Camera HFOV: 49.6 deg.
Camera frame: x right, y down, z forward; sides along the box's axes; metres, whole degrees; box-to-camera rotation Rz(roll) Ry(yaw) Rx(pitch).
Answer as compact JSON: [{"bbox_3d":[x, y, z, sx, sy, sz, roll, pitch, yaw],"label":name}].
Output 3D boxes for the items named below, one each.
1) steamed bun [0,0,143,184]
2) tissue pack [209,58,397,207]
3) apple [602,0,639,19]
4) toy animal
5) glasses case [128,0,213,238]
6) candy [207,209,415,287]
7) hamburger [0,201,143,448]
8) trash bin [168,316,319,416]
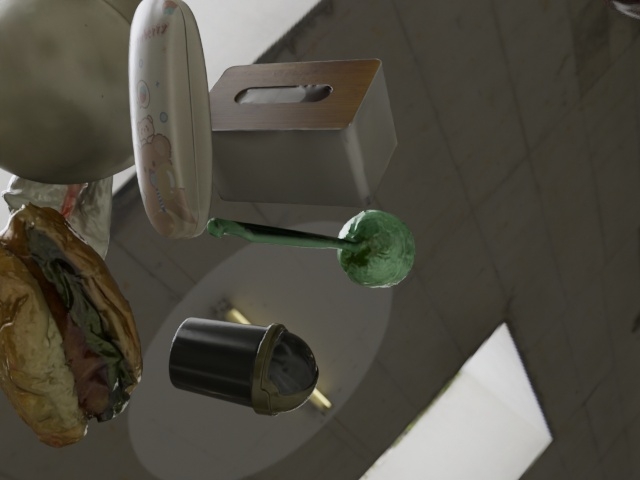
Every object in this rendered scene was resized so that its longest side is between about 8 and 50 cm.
[{"bbox_3d":[-0.387,-0.246,1.045,0.334,0.373,0.334,29,-126,-50],"label":"steamed bun"},{"bbox_3d":[-0.034,-0.149,0.969,0.136,0.246,0.159,69,-147,-42],"label":"tissue pack"},{"bbox_3d":[0.376,-0.319,0.747,0.156,0.158,0.147,55,-137,-39],"label":"apple"},{"bbox_3d":[-0.505,-0.037,1.328,0.188,0.307,0.266,-12,-74,-28],"label":"toy animal"},{"bbox_3d":[-0.129,-0.102,0.594,0.051,0.081,0.204,-10,-78,-37],"label":"glasses case"},{"bbox_3d":[0.000,0.000,0.920,0.439,0.119,0.119,9,-68,-56],"label":"candy"},{"bbox_3d":[-0.311,0.131,0.844,0.162,0.209,0.330,-30,-28,-36],"label":"hamburger"},{"bbox_3d":[-0.166,0.289,1.620,0.214,0.333,0.214,10,-90,-74],"label":"trash bin"}]
